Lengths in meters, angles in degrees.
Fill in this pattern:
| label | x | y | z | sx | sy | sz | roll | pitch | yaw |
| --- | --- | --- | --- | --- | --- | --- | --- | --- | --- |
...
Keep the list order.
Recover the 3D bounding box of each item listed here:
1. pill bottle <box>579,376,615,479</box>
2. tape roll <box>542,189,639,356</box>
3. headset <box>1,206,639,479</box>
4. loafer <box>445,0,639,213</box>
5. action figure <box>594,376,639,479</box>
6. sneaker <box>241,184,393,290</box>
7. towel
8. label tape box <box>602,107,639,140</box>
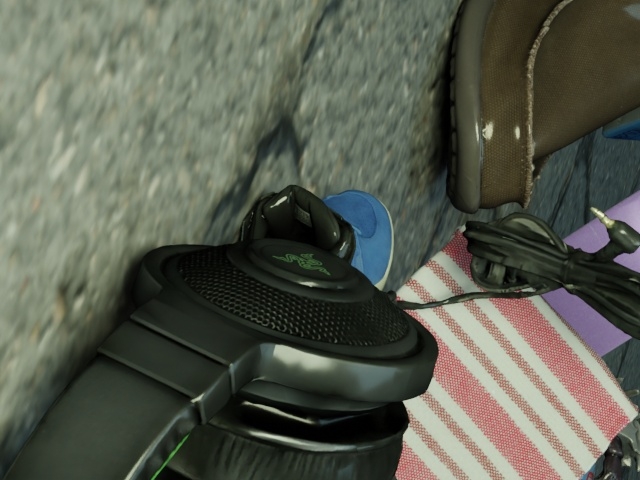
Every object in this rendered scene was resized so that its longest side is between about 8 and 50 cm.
| label | x | y | z | sx | sy | sz | roll | pitch | yaw |
| --- | --- | --- | --- | --- | --- | --- | --- | --- | --- |
| pill bottle | 0.215 | 0.192 | 1.768 | 0.087 | 0.087 | 0.160 | 47 | 58 | -70 |
| tape roll | 0.258 | 0.015 | 1.484 | 0.090 | 0.275 | 0.275 | 59 | 16 | 7 |
| headset | 0.005 | 0.106 | 0.823 | 0.394 | 0.185 | 0.243 | -44 | 147 | -40 |
| loafer | 0.182 | -0.142 | 1.331 | 0.366 | 0.130 | 0.134 | -59 | 155 | -47 |
| action figure | 0.144 | 0.183 | 1.446 | 0.185 | 0.099 | 0.285 | -38 | 173 | 34 |
| sneaker | 0.001 | 0.000 | 0.968 | 0.152 | 0.058 | 0.084 | -50 | 157 | -45 |
| towel | 0.059 | 0.102 | 0.990 | 0.197 | 0.144 | 0.029 | -43 | -172 | -21 |
| label tape box | 0.319 | -0.266 | 1.536 | 0.249 | 0.115 | 0.348 | 161 | -71 | -77 |
